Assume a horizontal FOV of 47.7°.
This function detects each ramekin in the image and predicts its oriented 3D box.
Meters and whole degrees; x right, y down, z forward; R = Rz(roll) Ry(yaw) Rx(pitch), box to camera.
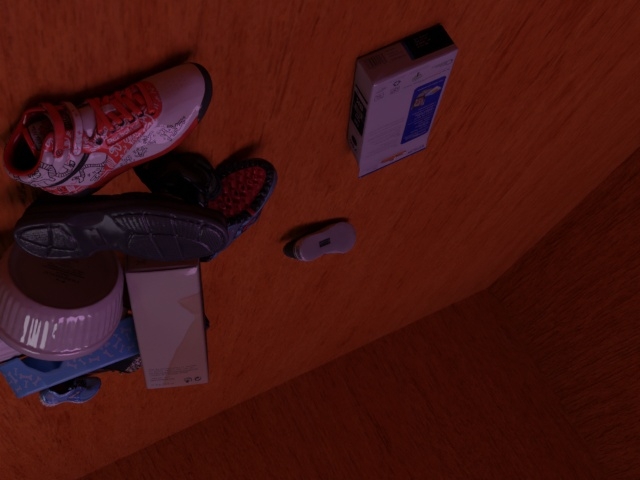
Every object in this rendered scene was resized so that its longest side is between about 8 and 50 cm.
[{"bbox_3d":[-0.408,0.073,1.131,0.207,0.207,0.109,-15,148,-37],"label":"ramekin"}]

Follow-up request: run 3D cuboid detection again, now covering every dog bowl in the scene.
[{"bbox_3d":[-0.478,0.228,1.405,0.297,0.074,0.166,-22,176,15],"label":"dog bowl"}]

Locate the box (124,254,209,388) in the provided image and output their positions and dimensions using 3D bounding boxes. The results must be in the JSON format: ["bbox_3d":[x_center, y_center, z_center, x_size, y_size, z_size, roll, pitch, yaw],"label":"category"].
[{"bbox_3d":[-0.273,0.115,1.312,0.121,0.148,0.311,-4,134,-8],"label":"box"}]

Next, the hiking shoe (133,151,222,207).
[{"bbox_3d":[-0.216,-0.078,1.138,0.086,0.114,0.227,-33,161,14],"label":"hiking shoe"}]

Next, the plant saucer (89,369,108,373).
[{"bbox_3d":[-0.490,0.262,1.760,0.198,0.036,0.199,-24,160,-9],"label":"plant saucer"}]

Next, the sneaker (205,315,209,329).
[{"bbox_3d":[-0.335,0.232,1.811,0.121,0.111,0.300,-27,164,-18],"label":"sneaker"}]

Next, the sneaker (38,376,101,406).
[{"bbox_3d":[-0.622,0.373,1.826,0.162,0.063,0.073,-7,149,-49],"label":"sneaker"}]

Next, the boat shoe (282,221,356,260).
[{"bbox_3d":[0.000,0.000,1.757,0.070,0.078,0.219,1,-170,42],"label":"boat shoe"}]

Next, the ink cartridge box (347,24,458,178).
[{"bbox_3d":[0.136,-0.240,1.317,0.165,0.065,0.333,-25,160,-12],"label":"ink cartridge box"}]

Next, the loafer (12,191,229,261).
[{"bbox_3d":[-0.277,-0.035,1.025,0.302,0.095,0.109,-1,139,4],"label":"loafer"}]

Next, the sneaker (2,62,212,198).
[{"bbox_3d":[-0.271,-0.146,0.915,0.270,0.090,0.145,-31,164,15],"label":"sneaker"}]

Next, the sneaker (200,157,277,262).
[{"bbox_3d":[-0.155,-0.072,1.323,0.262,0.104,0.125,-42,178,38],"label":"sneaker"}]

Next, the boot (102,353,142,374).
[{"bbox_3d":[-0.511,0.275,1.620,0.236,0.085,0.178,-38,142,13],"label":"boot"}]

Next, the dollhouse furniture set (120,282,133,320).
[{"bbox_3d":[-0.361,0.106,1.517,0.182,0.101,0.161,-61,178,37],"label":"dollhouse furniture set"}]

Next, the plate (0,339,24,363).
[{"bbox_3d":[-0.580,0.195,1.313,0.277,0.045,0.278,-17,175,-42],"label":"plate"}]
